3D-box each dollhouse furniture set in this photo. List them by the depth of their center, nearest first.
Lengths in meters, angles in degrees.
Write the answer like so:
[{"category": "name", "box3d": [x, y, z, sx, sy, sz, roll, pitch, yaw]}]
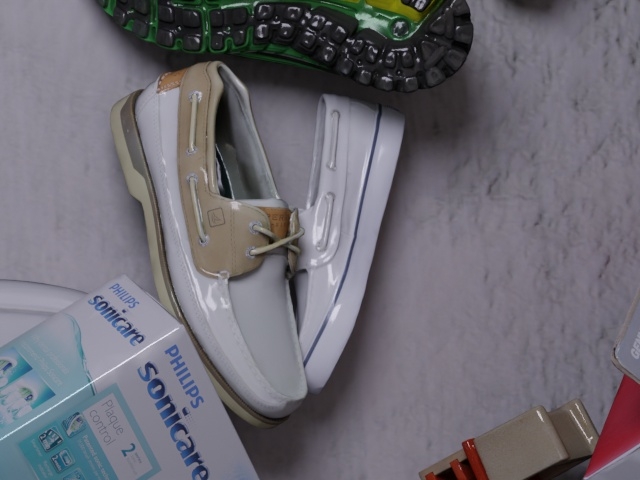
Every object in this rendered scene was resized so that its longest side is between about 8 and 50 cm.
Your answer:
[{"category": "dollhouse furniture set", "box3d": [0.202, 0.272, 1.545, 0.262, 0.135, 0.259, -2, 62, -56]}]

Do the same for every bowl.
[{"category": "bowl", "box3d": [-0.240, 0.101, 1.529, 0.142, 0.053, 0.142, 7, 81, -14]}]

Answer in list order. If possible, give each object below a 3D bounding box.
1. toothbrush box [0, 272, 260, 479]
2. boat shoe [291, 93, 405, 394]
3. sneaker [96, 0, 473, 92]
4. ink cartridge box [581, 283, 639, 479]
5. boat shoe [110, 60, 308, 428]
[{"category": "toothbrush box", "box3d": [-0.209, 0.200, 1.448, 0.295, 0.126, 0.216, -32, 121, -16]}, {"category": "boat shoe", "box3d": [0.000, 0.000, 1.587, 0.084, 0.095, 0.258, 17, 70, -8]}, {"category": "sneaker", "box3d": [-0.042, -0.200, 1.579, 0.344, 0.146, 0.134, 20, 94, 3]}, {"category": "ink cartridge box", "box3d": [0.343, 0.109, 1.564, 0.272, 0.130, 0.309, 39, 44, -7]}, {"category": "boat shoe", "box3d": [-0.072, -0.002, 1.512, 0.103, 0.113, 0.302, -29, 77, 26]}]
